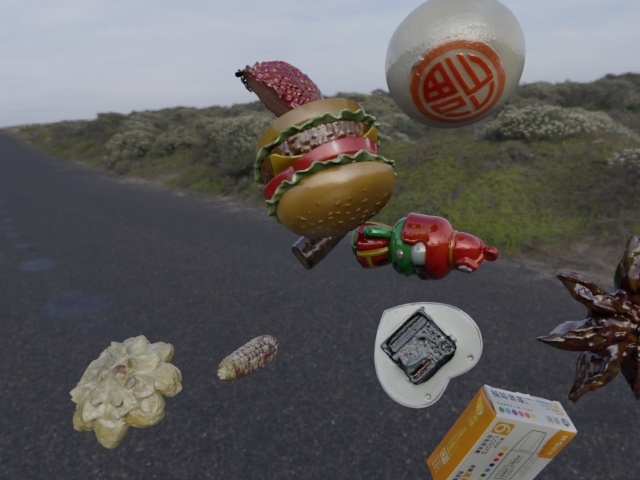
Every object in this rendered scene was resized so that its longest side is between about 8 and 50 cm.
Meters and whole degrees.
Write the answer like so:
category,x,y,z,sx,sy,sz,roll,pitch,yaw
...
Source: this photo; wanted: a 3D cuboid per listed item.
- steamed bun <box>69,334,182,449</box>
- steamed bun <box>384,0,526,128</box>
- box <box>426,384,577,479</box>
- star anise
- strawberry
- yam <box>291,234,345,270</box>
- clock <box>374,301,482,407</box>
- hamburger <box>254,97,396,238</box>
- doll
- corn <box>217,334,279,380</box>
category,x,y,z,sx,sy,sz,roll,pitch,yaw
steamed bun,-0.519,0.373,1.276,0.296,0.137,0.292,3,55,17
steamed bun,0.272,-0.348,1.012,0.283,0.282,0.177,-1,44,10
box,0.400,0.463,1.120,0.221,0.273,0.091,14,28,-15
star anise,0.450,0.124,0.712,0.289,0.288,0.088,-4,21,-5
strawberry,-0.063,-0.324,1.085,0.236,0.106,0.175,39,-2,-9
yam,-0.001,-0.001,1.206,0.141,0.079,0.079,-43,29,-17
clock,0.173,0.185,0.869,0.172,0.198,0.064,47,6,15
hamburger,0.014,-0.118,0.964,0.275,0.212,0.274,-18,-17,-6
doll,0.262,0.016,1.262,0.363,0.182,0.160,8,57,27
corn,-0.179,0.294,1.250,0.080,0.079,0.237,2,3,21
